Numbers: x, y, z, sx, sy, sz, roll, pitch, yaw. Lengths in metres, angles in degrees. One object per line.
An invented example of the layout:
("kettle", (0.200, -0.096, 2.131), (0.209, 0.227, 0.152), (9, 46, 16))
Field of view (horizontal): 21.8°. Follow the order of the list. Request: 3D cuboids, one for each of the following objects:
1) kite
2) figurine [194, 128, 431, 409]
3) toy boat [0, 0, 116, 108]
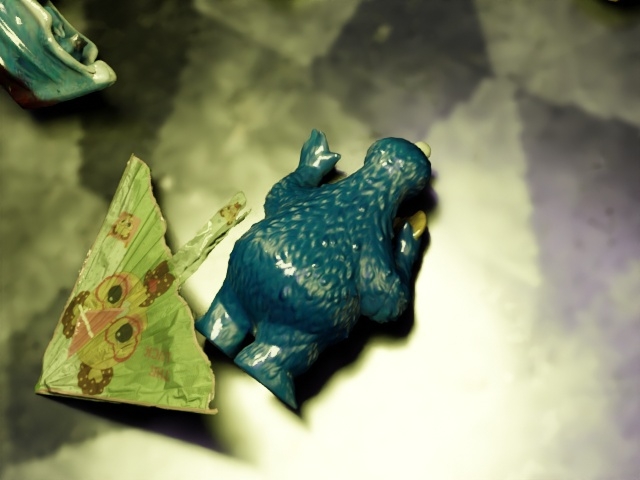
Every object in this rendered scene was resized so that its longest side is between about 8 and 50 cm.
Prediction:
("kite", (-0.158, 0.049, 1.419), (0.267, 0.013, 0.323), (-39, 45, 19))
("figurine", (0.003, 0.008, 1.404), (0.164, 0.121, 0.262), (23, 73, 20))
("toy boat", (-0.282, -0.250, 1.536), (0.142, 0.129, 0.309), (-40, 70, 9))
